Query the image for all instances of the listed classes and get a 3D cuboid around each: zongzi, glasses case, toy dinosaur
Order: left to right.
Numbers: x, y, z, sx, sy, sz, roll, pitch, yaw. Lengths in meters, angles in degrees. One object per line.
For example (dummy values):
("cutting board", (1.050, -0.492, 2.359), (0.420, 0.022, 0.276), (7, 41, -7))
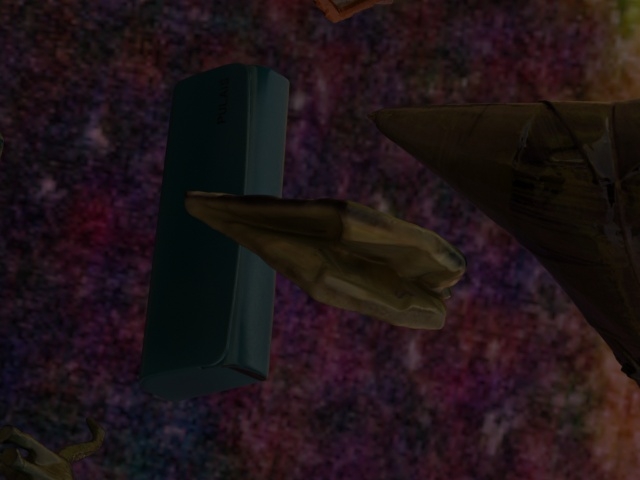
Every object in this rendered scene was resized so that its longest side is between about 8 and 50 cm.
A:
("toy dinosaur", (-0.319, 0.333, 1.610), (0.087, 0.447, 0.301), (-34, 136, 5))
("glasses case", (-0.097, -0.014, 1.150), (0.070, 0.117, 0.301), (34, 49, -43))
("zongzi", (0.195, 0.010, 0.992), (0.145, 0.300, 0.274), (-73, 160, -50))

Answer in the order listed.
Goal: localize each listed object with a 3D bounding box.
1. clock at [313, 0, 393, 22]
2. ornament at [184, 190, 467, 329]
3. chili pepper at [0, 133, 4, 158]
("clock", (0.039, -0.322, 1.212), (0.255, 0.220, 0.106), (-52, -132, 54))
("ornament", (0.000, 0.000, 0.805), (0.201, 0.180, 0.059), (-22, 129, -86))
("chili pepper", (-0.507, -0.199, 1.824), (0.061, 0.224, 0.098), (-6, 142, -40))
